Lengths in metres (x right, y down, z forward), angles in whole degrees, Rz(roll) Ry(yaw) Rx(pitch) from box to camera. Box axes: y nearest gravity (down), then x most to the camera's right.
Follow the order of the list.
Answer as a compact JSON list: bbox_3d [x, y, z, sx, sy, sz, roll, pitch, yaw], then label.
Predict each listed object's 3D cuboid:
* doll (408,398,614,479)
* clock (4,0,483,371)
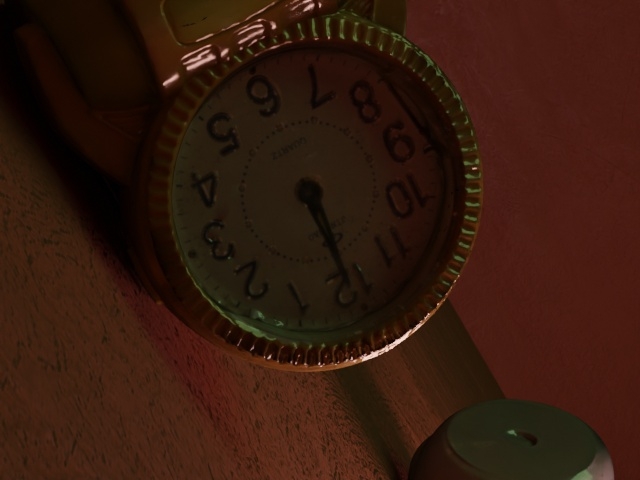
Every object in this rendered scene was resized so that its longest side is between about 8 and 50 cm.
[{"bbox_3d":[0.192,0.284,1.577,0.221,0.221,0.251,60,29,-4],"label":"doll"},{"bbox_3d":[-0.037,-0.075,1.004,0.317,0.244,0.200,63,-10,-11],"label":"clock"}]
